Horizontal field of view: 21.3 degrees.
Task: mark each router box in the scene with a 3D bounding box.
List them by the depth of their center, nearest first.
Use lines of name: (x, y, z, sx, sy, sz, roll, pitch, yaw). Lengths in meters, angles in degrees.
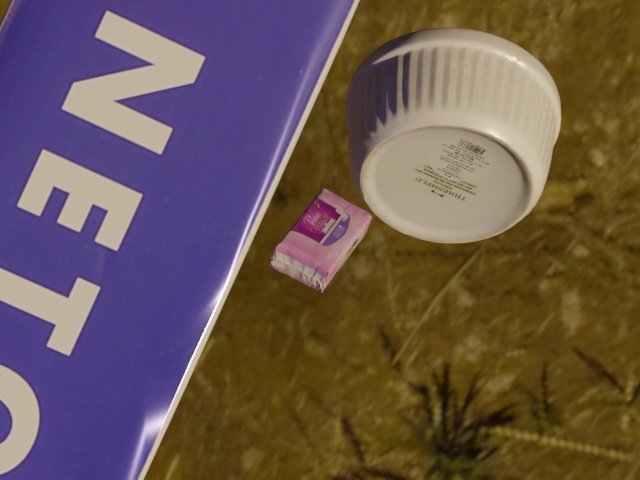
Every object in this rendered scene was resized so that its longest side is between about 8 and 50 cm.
router box: (-0.105, 0.056, 0.565, 0.082, 0.301, 0.335, 25, 86, -7)

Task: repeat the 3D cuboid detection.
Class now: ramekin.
ramekin: (0.122, -0.090, 1.614, 0.207, 0.207, 0.109, 13, 49, -4)

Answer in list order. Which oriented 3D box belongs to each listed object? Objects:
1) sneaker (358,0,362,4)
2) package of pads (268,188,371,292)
sneaker: (0.057, -0.312, 1.126, 0.182, 0.410, 0.158, 19, 46, 13)
package of pads: (0.000, 0.000, 1.341, 0.050, 0.032, 0.083, 29, 46, 8)
